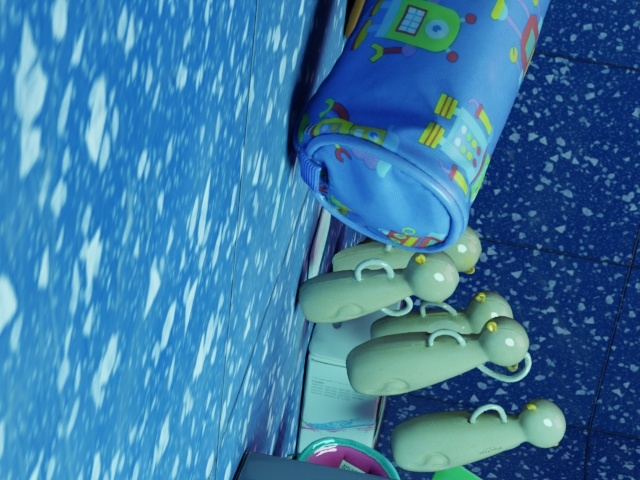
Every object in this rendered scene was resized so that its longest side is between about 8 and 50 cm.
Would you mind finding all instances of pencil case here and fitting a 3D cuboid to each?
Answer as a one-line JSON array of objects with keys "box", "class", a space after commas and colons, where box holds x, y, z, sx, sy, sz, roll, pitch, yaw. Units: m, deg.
[{"box": [0.079, -0.144, 1.129, 0.119, 0.133, 0.306, 90, 19, -61], "class": "pencil case"}]

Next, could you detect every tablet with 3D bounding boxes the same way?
[{"box": [0.000, 0.000, 1.400, 0.054, 0.006, 0.083, 96, 7, -47], "class": "tablet"}]

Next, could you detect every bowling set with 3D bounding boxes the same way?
[{"box": [0.099, 0.045, 1.422, 0.287, 0.154, 0.200, 58, 25, -46], "class": "bowling set"}]

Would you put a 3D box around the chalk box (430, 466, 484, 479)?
[{"box": [0.084, 0.359, 1.635, 0.289, 0.180, 0.179, -56, 169, -14], "class": "chalk box"}]

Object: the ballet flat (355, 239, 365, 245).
[{"box": [0.031, 0.085, 1.698, 0.250, 0.058, 0.084, 103, -34, -54], "class": "ballet flat"}]

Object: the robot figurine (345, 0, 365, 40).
[{"box": [0.093, -0.203, 1.330, 0.128, 0.158, 0.219, -110, -157, -54], "class": "robot figurine"}]

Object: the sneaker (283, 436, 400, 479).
[{"box": [0.009, 0.244, 1.407, 0.295, 0.123, 0.178, -55, 164, -75], "class": "sneaker"}]

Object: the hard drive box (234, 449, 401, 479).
[{"box": [0.043, 0.259, 1.136, 0.089, 0.232, 0.181, -68, 168, -69], "class": "hard drive box"}]

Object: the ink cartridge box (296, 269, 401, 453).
[{"box": [0.026, 0.135, 1.597, 0.127, 0.072, 0.175, -73, 172, -47], "class": "ink cartridge box"}]
